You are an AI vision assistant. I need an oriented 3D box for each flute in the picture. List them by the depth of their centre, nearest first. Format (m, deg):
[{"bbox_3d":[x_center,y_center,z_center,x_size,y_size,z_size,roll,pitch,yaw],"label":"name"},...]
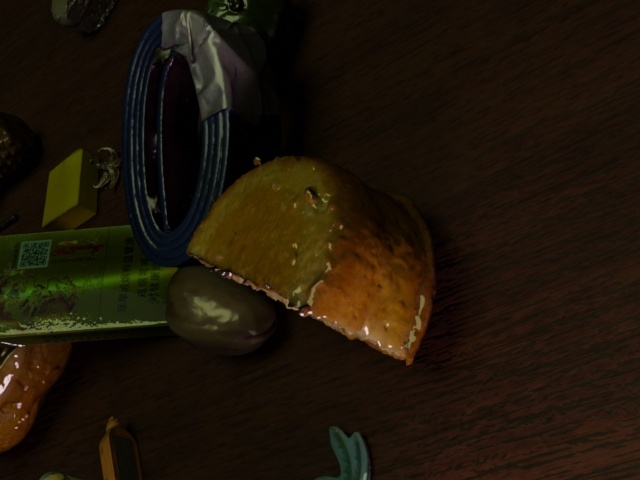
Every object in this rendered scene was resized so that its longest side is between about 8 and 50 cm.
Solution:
[{"bbox_3d":[-0.654,0.007,2.122,0.269,0.014,0.014,-28,50,33],"label":"flute"}]

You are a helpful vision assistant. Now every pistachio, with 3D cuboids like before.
[{"bbox_3d":[-0.131,0.093,1.462,0.126,0.108,0.185,-28,36,-30],"label":"pistachio"}]

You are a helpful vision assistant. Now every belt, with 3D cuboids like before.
[{"bbox_3d":[-0.166,-0.135,1.534,0.212,0.117,0.347,-2,86,40],"label":"belt"}]

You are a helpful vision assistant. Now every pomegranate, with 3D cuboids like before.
[{"bbox_3d":[-0.127,-0.322,1.677,0.191,0.131,0.152,0,71,54],"label":"pomegranate"}]

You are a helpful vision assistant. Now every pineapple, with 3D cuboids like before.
[{"bbox_3d":[-0.650,-0.120,2.117,0.277,0.119,0.130,-46,61,20],"label":"pineapple"}]

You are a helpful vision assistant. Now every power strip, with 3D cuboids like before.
[{"bbox_3d":[-0.268,0.309,1.513,0.028,0.049,0.178,-44,42,25],"label":"power strip"}]

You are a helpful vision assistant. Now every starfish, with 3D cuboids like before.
[{"bbox_3d":[-0.352,-0.119,1.869,0.078,0.028,0.091,-37,48,30],"label":"starfish"}]

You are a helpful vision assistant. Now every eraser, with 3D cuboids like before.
[{"bbox_3d":[-0.422,-0.082,1.907,0.097,0.045,0.122,-29,49,33],"label":"eraser"}]

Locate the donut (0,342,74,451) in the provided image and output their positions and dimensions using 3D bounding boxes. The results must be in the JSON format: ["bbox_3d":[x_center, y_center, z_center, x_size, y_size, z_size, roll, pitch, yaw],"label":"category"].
[{"bbox_3d":[-0.512,0.192,1.766,0.330,0.160,0.330,-32,40,31],"label":"donut"}]

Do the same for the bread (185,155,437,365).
[{"bbox_3d":[0.000,0.000,1.301,0.340,0.194,0.179,22,86,54],"label":"bread"}]

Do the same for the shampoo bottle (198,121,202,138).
[{"bbox_3d":[-0.225,-0.093,1.668,0.056,0.056,0.195,-14,46,41],"label":"shampoo bottle"}]

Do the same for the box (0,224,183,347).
[{"bbox_3d":[-0.348,0.063,1.628,0.311,0.043,0.173,-5,59,8],"label":"box"}]

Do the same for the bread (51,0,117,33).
[{"bbox_3d":[-0.411,-0.558,2.136,0.337,0.102,0.183,-58,37,6],"label":"bread"}]

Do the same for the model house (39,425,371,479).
[{"bbox_3d":[-0.090,0.321,1.145,0.323,0.300,0.340,-1,67,40],"label":"model house"}]
